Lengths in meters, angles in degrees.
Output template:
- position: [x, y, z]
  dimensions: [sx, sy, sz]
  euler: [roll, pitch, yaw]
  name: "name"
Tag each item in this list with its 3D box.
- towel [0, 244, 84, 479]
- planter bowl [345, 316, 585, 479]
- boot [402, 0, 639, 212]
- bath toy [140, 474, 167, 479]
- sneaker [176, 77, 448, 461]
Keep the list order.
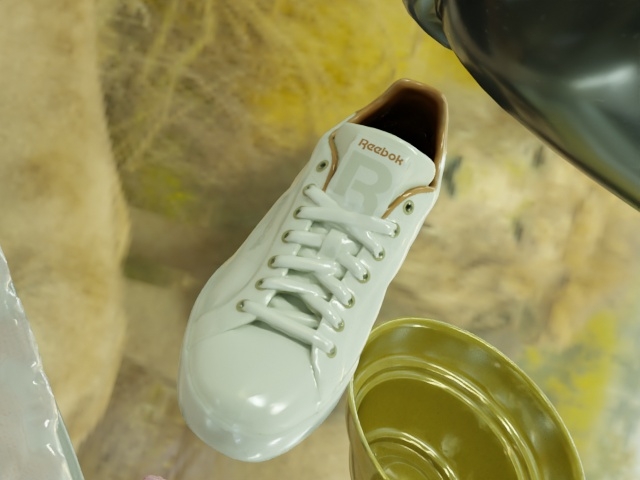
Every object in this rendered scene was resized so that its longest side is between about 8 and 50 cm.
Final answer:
- position: [-0.258, 0.003, 0.444]
  dimensions: [0.053, 0.317, 0.332]
  euler: [-141, -144, -73]
  name: "towel"
- position: [0.089, 0.170, 1.157]
  dimensions: [0.090, 0.217, 0.217]
  euler: [-49, -178, 37]
  name: "planter bowl"
- position: [0.212, 0.093, 0.427]
  dimensions: [0.367, 0.146, 0.445]
  euler: [-1, 66, -59]
  name: "boot"
- position: [-0.155, 0.210, 1.092]
  dimensions: [0.151, 0.348, 0.129]
  euler: [-71, 168, -46]
  name: "bath toy"
- position: [0.000, 0.000, 0.928]
  dimensions: [0.123, 0.106, 0.290]
  euler: [110, 7, -47]
  name: "sneaker"
